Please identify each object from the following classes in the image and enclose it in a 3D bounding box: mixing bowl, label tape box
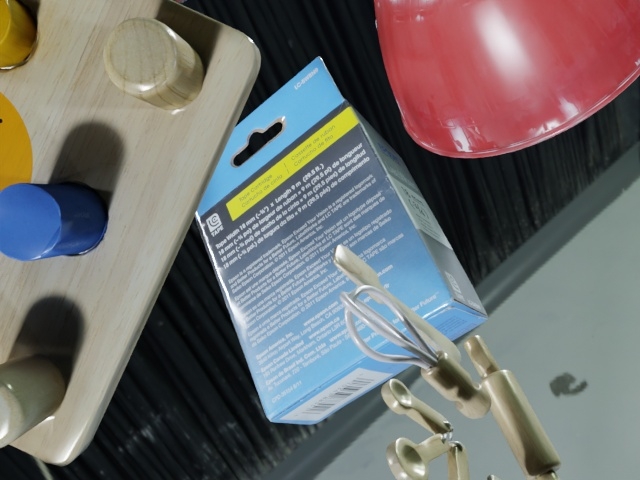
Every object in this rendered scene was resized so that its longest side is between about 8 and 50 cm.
[{"bbox_3d":[0.099,-0.148,0.425,0.182,0.098,0.181,-27,40,26],"label":"mixing bowl"},{"bbox_3d":[0.000,0.000,0.819,0.241,0.106,0.333,-36,60,21],"label":"label tape box"}]

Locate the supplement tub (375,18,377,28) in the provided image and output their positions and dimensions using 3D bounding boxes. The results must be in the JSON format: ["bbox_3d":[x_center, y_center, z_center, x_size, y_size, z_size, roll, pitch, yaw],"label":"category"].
[{"bbox_3d":[0.173,-0.254,0.886,0.117,0.191,0.117,-42,33,36],"label":"supplement tub"}]

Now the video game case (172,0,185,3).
[{"bbox_3d":[-0.181,-0.233,0.486,0.285,0.204,0.025,-31,16,-5],"label":"video game case"}]

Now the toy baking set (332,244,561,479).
[{"bbox_3d":[0.098,0.109,0.523,0.030,0.197,0.256,-41,48,24],"label":"toy baking set"}]

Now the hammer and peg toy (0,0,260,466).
[{"bbox_3d":[-0.211,0.010,0.400,0.127,0.266,0.361,-35,-31,-85],"label":"hammer and peg toy"}]
